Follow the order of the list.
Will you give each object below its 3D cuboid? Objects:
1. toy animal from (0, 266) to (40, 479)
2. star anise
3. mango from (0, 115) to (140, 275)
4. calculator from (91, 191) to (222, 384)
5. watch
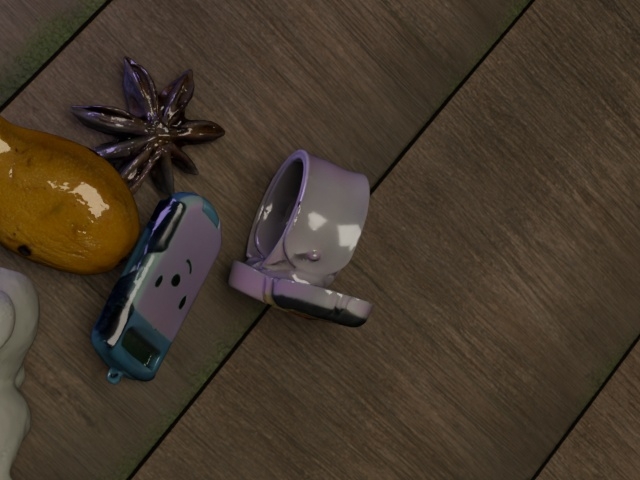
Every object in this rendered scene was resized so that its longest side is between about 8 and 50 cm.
[{"bbox_3d":[-0.457,0.217,1.806,0.196,0.241,0.368,6,83,-20],"label":"toy animal"},{"bbox_3d":[-0.250,-0.152,2.011,0.229,0.093,0.236,25,80,-24],"label":"star anise"},{"bbox_3d":[-0.382,-0.065,1.921,0.295,0.120,0.177,33,97,-5],"label":"mango"},{"bbox_3d":[-0.228,0.068,1.967,0.051,0.173,0.293,20,74,23],"label":"calculator"},{"bbox_3d":[0.000,0.000,2.014,0.196,0.244,0.231,24,84,-18],"label":"watch"}]
